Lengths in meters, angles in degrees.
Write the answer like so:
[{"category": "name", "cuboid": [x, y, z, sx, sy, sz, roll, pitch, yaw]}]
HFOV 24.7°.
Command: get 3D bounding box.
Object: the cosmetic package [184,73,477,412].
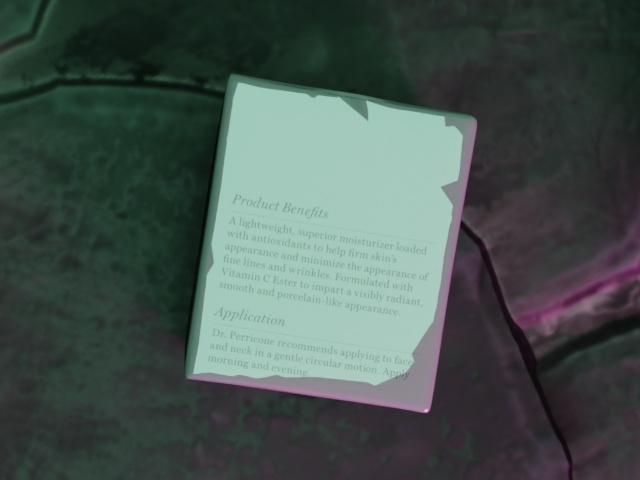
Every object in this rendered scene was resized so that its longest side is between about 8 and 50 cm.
[{"category": "cosmetic package", "cuboid": [0.000, 0.000, 0.923, 0.151, 0.151, 0.183, 10, 91, -5]}]
